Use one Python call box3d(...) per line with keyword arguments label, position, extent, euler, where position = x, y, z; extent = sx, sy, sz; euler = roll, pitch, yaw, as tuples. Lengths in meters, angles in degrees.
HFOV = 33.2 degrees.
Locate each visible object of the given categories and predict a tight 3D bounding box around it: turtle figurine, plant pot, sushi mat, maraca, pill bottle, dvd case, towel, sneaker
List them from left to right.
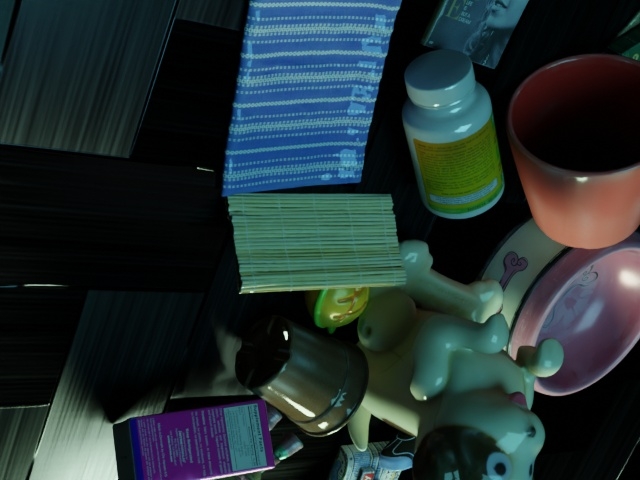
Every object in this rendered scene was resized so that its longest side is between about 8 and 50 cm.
box3d(label="turtle figurine", position=(-0.145, 0.383, 1.787), extent=(0.234, 0.118, 0.175), euler=(-40, 136, -15))
box3d(label="plant pot", position=(-0.037, 0.207, 1.714), extent=(0.165, 0.167, 0.167), euler=(35, 96, -39))
box3d(label="towel", position=(-0.010, -0.220, 1.513), extent=(0.243, 0.040, 0.336), euler=(-8, 124, -32))
box3d(label="sushi mat", position=(0.000, 0.000, 1.621), extent=(0.316, 0.152, 0.019), euler=(-1, 163, -36))
box3d(label="maraca", position=(0.030, 0.088, 1.720), extent=(0.127, 0.099, 0.186), euler=(-54, 161, -11))
box3d(label="sneaker", position=(0.195, 0.349, 2.033), extent=(0.232, 0.081, 0.091), euler=(-26, 111, -35))
box3d(label="pill bottle", position=(0.200, -0.163, 1.639), extent=(0.136, 0.136, 0.246), euler=(-32, 134, -15))
box3d(label="dvd case", position=(0.256, -0.378, 1.617), extent=(0.164, 0.018, 0.221), euler=(9, 114, -40))
box3d(label="plant pot", position=(0.447, -0.133, 1.782), extent=(0.275, 0.275, 0.243), euler=(-33, 144, -14))

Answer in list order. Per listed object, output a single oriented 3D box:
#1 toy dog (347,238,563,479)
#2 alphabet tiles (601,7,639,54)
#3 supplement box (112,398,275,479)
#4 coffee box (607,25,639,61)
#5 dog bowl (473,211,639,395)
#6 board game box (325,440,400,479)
box3d(label="toy dog", position=(0.198, 0.255, 1.721), extent=(0.395, 0.408, 0.284), euler=(-44, 129, 12))
box3d(label="alphabet tiles", position=(0.599, -0.306, 1.933), extent=(0.342, 0.011, 0.285), euler=(-49, 135, 2))
box3d(label="supplement box", position=(-0.195, 0.316, 1.647), extent=(0.220, 0.111, 0.114), euler=(-3, 77, -26))
box3d(label="coffee box", position=(0.582, -0.330, 1.864), extent=(0.184, 0.040, 0.113), euler=(-33, 135, -13))
box3d(label="dog bowl", position=(0.476, 0.117, 2.038), extent=(0.407, 0.150, 0.408), euler=(-19, 129, -25))
box3d(label="board game box", position=(0.057, 0.480, 2.039), extent=(0.194, 0.060, 0.194), euler=(2, 118, -39))
